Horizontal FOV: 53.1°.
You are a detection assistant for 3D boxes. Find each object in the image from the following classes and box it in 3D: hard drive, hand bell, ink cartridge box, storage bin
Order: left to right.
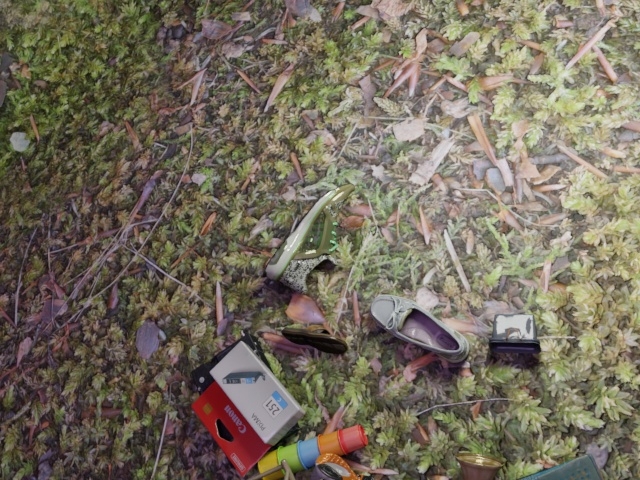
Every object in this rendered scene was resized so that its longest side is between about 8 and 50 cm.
[{"bbox_3d":[-0.231,0.491,1.884,0.261,0.066,0.296,-45,58,-4],"label":"ink cartridge box"},{"bbox_3d":[-0.235,0.491,1.974,0.236,0.064,0.339,-35,62,7],"label":"hard drive"},{"bbox_3d":[0.396,0.683,1.643,0.126,0.126,0.242,5,85,23],"label":"hand bell"},{"bbox_3d":[0.528,0.249,1.746,0.135,0.098,0.091,-3,60,21],"label":"storage bin"}]

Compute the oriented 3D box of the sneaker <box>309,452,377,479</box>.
[{"bbox_3d":[0.086,0.701,1.765,0.262,0.099,0.121,34,126,13],"label":"sneaker"}]

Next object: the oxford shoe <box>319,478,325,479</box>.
[{"bbox_3d":[0.099,0.756,1.649,0.348,0.123,0.130,36,99,-1],"label":"oxford shoe"}]

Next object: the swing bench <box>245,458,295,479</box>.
[{"bbox_3d":[-0.152,0.790,1.759,0.253,0.165,0.255,-26,101,10],"label":"swing bench"}]

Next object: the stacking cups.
[{"bbox_3d":[-0.019,0.612,1.831,0.316,0.096,0.096,-20,65,12],"label":"stacking cups"}]

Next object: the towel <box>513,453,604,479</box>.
[{"bbox_3d":[0.597,0.730,1.527,0.271,0.040,0.370,-25,78,12],"label":"towel"}]

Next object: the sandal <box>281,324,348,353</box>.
[{"bbox_3d":[-0.016,0.292,1.961,0.219,0.090,0.060,6,52,31],"label":"sandal"}]

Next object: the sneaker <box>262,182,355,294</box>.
[{"bbox_3d":[0.000,0.000,2.047,0.182,0.158,0.410,39,86,-3],"label":"sneaker"}]

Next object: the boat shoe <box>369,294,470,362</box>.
[{"bbox_3d":[0.276,0.244,1.836,0.320,0.103,0.118,31,84,28],"label":"boat shoe"}]
